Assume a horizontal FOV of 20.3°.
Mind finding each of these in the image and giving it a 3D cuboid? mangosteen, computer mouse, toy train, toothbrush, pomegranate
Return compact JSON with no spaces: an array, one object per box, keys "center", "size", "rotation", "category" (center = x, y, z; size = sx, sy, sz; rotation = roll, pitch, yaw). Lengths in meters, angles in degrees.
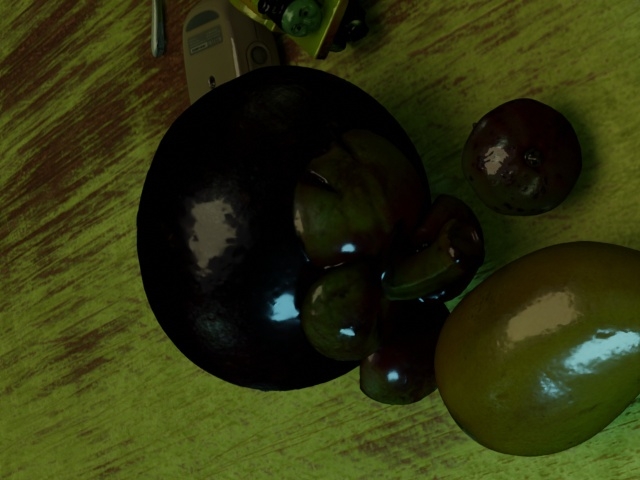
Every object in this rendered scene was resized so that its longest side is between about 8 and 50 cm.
[{"center":[0.000,0.000,2.042],"size":[0.435,0.382,0.382],"rotation":[16,109,22],"category":"mangosteen"},{"center":[-0.112,-0.209,2.337],"size":[0.145,0.082,0.237],"rotation":[-18,79,51],"category":"computer mouse"},{"center":[-0.064,-0.326,2.207],"size":[0.296,0.160,0.100],"rotation":[44,120,38],"category":"toy train"},{"center":[-0.225,-0.388,2.498],"size":[0.026,0.022,0.263],"rotation":[6,99,36],"category":"toothbrush"},{"center":[0.220,-0.096,1.939],"size":[0.159,0.129,0.129],"rotation":[-76,4,-62],"category":"pomegranate"}]

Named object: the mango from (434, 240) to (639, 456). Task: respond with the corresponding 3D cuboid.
[{"center":[0.250,0.108,1.850],"size":[0.317,0.211,0.173],"rotation":[-39,24,41],"category":"mango"}]
